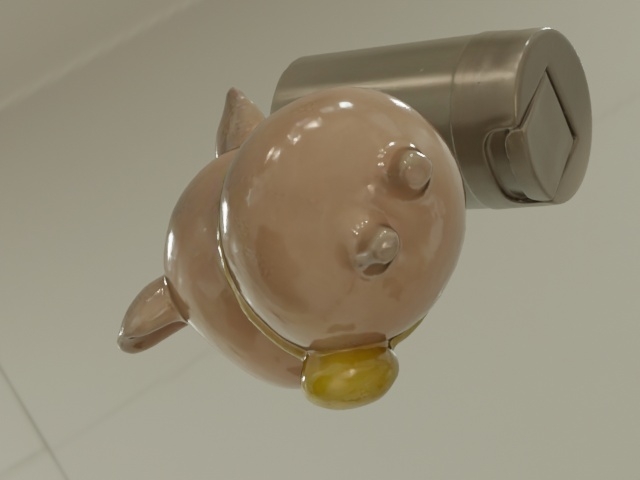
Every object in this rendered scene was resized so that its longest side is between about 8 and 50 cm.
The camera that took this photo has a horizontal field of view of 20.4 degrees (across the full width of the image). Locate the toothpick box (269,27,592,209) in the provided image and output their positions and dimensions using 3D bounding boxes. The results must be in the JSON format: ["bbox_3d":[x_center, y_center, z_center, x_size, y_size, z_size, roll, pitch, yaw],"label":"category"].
[{"bbox_3d":[0.071,-0.073,1.123,0.111,0.180,0.111,5,-96,-57],"label":"toothpick box"}]

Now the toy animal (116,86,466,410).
[{"bbox_3d":[-0.002,0.002,0.946,0.149,0.248,0.165,41,-111,-16],"label":"toy animal"}]
